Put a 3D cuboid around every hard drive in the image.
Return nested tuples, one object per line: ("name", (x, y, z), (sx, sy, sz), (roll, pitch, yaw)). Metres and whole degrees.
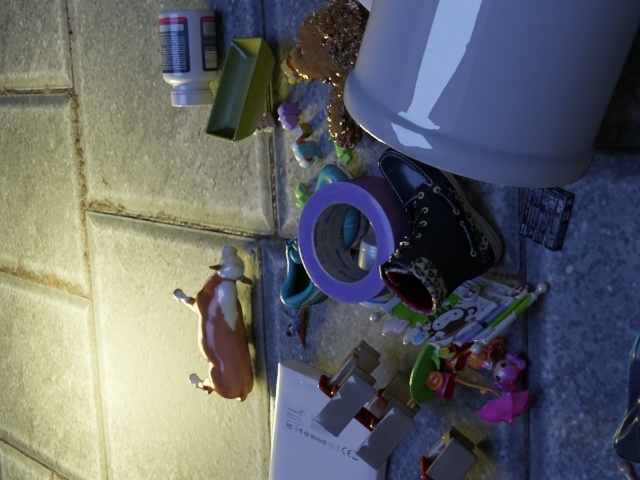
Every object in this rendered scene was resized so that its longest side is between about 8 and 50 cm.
("hard drive", (0.010, 0.411, 1.910), (0.233, 0.047, 0.353), (19, 112, 34))

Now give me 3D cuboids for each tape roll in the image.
("tape roll", (0.061, -0.002, 1.652), (0.189, 0.080, 0.189), (9, 104, 39))

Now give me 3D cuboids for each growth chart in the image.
("growth chart", (0.193, 0.098, 1.561), (0.237, 0.172, 0.021), (16, 142, 51))

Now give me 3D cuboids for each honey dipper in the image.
("honey dipper", (0.437, 0.360, 1.399), (0.030, 0.030, 0.161), (-55, 53, 43))

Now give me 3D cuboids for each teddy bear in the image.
("teddy bear", (0.102, -0.230, 1.653), (0.338, 0.113, 0.245), (35, 132, 34))

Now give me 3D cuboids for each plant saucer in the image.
("plant saucer", (-0.139, -0.268, 1.928), (0.188, 0.045, 0.188), (25, 99, 66))

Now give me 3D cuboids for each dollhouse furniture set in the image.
("dollhouse furniture set", (0.099, 0.293, 1.635), (0.259, 0.262, 0.135), (39, 97, 0))

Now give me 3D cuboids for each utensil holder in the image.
("utensil holder", (0.227, -0.307, 1.278), (0.327, 0.327, 0.385), (40, 126, 41))

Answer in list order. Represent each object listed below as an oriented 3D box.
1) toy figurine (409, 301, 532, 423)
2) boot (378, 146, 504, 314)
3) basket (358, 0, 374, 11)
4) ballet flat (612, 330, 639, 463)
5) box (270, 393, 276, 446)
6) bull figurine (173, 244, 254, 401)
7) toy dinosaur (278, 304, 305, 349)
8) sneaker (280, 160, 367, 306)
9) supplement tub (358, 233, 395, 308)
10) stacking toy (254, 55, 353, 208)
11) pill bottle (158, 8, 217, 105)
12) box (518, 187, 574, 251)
("toy figurine", (0.241, 0.193, 1.574), (0.159, 0.130, 0.173), (25, 94, 32))
("boot", (0.137, -0.019, 1.529), (0.236, 0.178, 0.085), (48, 140, 5))
("basket", (0.118, -0.395, 1.577), (0.167, 0.103, 0.113), (51, 134, 34))
("ballet flat", (0.421, 0.201, 1.349), (0.074, 0.074, 0.203), (34, 130, 44))
("box", (-0.047, 0.365, 2.016), (0.109, 0.042, 0.178), (16, 111, 50))
("bull figurine", (-0.204, 0.166, 2.129), (0.188, 0.101, 0.310), (-2, 94, 56))
("toy dinosaur", (-0.035, 0.140, 1.969), (0.090, 0.047, 0.082), (40, 126, -3))
("sneaker", (0.000, 0.000, 1.812), (0.107, 0.110, 0.275), (35, 124, 35))
("supplement tub", (0.094, 0.050, 1.737), (0.071, 0.071, 0.107), (26, 118, 47))
("stacking toy", (-0.040, -0.185, 1.873), (0.167, 0.052, 0.221), (-48, 61, 46))
("pill bottle", (-0.253, -0.351, 2.065), (0.108, 0.108, 0.180), (10, 106, 51))
("box", (0.310, -0.036, 1.478), (0.067, 0.018, 0.083), (32, 122, 44))
